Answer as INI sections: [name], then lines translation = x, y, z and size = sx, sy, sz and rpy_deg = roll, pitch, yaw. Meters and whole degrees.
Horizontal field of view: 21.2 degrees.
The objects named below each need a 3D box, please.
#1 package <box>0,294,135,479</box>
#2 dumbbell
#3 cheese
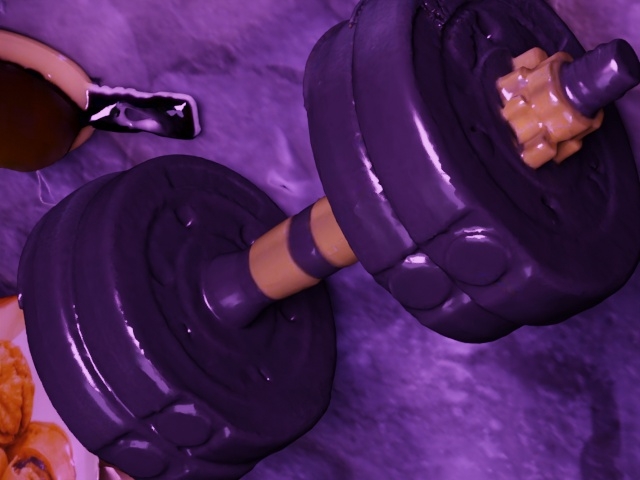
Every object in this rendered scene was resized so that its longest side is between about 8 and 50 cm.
[package]
translation = -0.216, 0.166, 1.118
size = 0.311, 0.221, 0.165
rpy_deg = -13, 156, 28
[dumbbell]
translation = 0.000, 0.000, 0.867
size = 0.388, 0.185, 0.185
rpy_deg = -31, 106, 36
[cheese]
translation = -0.146, -0.077, 0.971
size = 0.162, 0.036, 0.086
rpy_deg = 7, 122, 19
